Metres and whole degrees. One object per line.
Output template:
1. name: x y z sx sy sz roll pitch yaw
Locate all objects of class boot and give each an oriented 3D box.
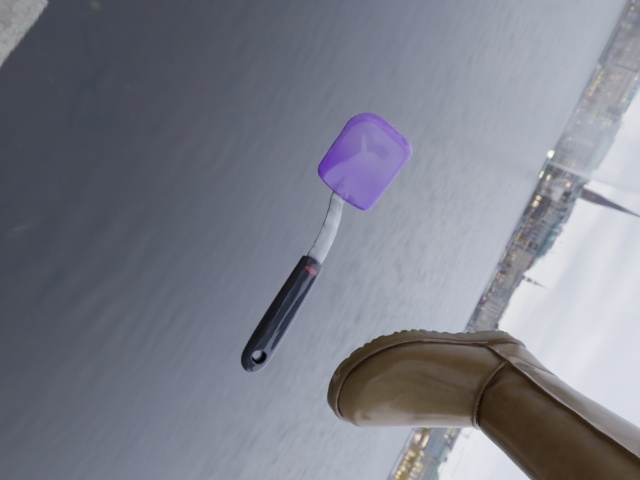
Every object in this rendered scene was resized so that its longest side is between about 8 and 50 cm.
1. boot: 0.160 0.163 0.432 0.236 0.269 0.089 -9 111 -19

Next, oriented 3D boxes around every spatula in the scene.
1. spatula: 0.000 0.000 0.553 0.030 0.084 0.297 -1 -124 61
